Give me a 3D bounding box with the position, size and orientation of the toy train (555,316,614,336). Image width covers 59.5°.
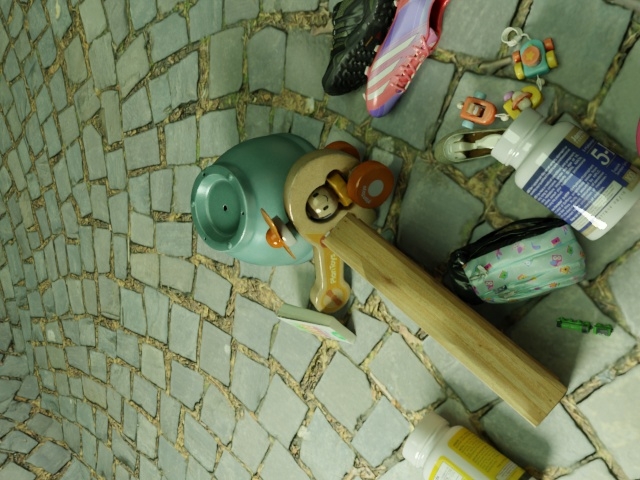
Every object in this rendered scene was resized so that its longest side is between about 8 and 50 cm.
[{"bbox_3d":[0.399,0.132,0.851,0.083,0.024,0.017,5,102,40],"label":"toy train"}]

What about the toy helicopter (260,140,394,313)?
[{"bbox_3d":[0.000,0.000,1.050,0.140,0.235,0.354,43,144,47],"label":"toy helicopter"}]

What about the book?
[{"bbox_3d":[-0.007,0.176,1.172,0.144,0.096,0.035,6,63,41],"label":"book"}]

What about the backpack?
[{"bbox_3d":[0.302,0.034,0.851,0.182,0.152,0.115,-22,90,30],"label":"backpack"}]

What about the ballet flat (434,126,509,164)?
[{"bbox_3d":[0.249,-0.158,0.905,0.168,0.052,0.057,-6,93,42],"label":"ballet flat"}]

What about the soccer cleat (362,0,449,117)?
[{"bbox_3d":[0.148,-0.319,0.947,0.095,0.083,0.248,32,115,27],"label":"soccer cleat"}]

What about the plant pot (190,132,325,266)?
[{"bbox_3d":[-0.141,-0.075,1.165,0.293,0.196,0.292,10,105,39],"label":"plant pot"}]

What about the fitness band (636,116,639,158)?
[{"bbox_3d":[0.527,-0.161,0.664,0.291,0.054,0.209,-47,68,38],"label":"fitness band"}]

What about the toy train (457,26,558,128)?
[{"bbox_3d":[0.279,-0.240,0.847,0.125,0.046,0.166,32,106,30],"label":"toy train"}]

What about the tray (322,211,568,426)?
[{"bbox_3d":[0.199,0.123,0.903,0.411,0.203,0.076,40,91,28],"label":"tray"}]

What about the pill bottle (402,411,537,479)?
[{"bbox_3d":[0.253,0.398,0.966,0.209,0.119,0.119,32,118,32],"label":"pill bottle"}]

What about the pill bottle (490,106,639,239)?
[{"bbox_3d":[0.338,-0.098,0.778,0.187,0.112,0.112,40,123,13],"label":"pill bottle"}]

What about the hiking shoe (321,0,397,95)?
[{"bbox_3d":[0.061,-0.376,1.020,0.226,0.086,0.114,-58,48,26],"label":"hiking shoe"}]
